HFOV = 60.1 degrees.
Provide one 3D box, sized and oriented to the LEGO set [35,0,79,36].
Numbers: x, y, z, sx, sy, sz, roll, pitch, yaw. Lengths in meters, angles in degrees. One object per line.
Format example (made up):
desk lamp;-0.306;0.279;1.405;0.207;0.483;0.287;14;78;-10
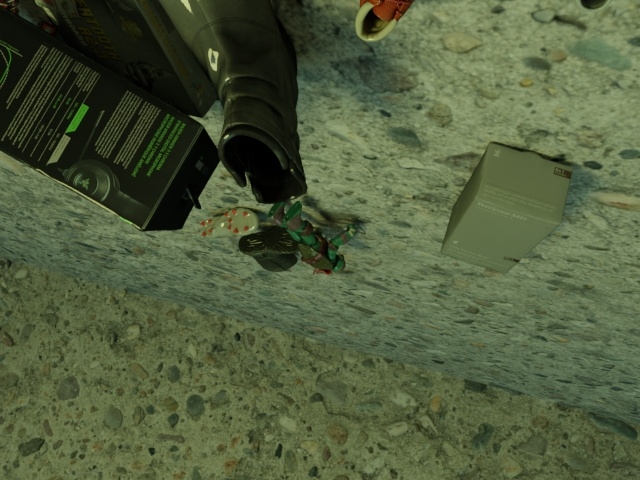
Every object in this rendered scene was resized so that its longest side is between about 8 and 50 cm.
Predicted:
LEGO set;-0.363;-0.278;0.586;0.182;0.060;0.244;14;169;-12

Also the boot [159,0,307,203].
boot;-0.093;-0.191;0.578;0.118;0.222;0.338;-17;152;19

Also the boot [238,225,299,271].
boot;-0.094;0.031;1.400;0.190;0.076;0.208;-2;158;16

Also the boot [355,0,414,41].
boot;0.082;-0.247;0.512;0.059;0.084;0.158;26;160;-15

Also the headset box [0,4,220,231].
headset box;-0.263;-0.125;0.670;0.283;0.131;0.246;30;178;-6

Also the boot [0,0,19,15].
boot;-0.419;-0.277;0.734;0.176;0.088;0.244;-4;119;39

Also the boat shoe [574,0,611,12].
boat shoe;0.214;-0.244;0.412;0.066;0.063;0.184;6;167;14

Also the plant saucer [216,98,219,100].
plant saucer;-0.181;-0.260;0.778;0.168;0.029;0.168;14;160;5

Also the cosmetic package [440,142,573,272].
cosmetic package;0.281;-0.041;0.868;0.127;0.107;0.238;18;163;8

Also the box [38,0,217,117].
box;-0.252;-0.267;0.701;0.183;0.056;0.231;16;153;25

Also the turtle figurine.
turtle figurine;0.000;0.000;1.198;0.234;0.118;0.175;38;152;-32

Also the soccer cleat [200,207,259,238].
soccer cleat;-0.208;-0.040;1.337;0.196;0.068;0.076;-8;174;40
